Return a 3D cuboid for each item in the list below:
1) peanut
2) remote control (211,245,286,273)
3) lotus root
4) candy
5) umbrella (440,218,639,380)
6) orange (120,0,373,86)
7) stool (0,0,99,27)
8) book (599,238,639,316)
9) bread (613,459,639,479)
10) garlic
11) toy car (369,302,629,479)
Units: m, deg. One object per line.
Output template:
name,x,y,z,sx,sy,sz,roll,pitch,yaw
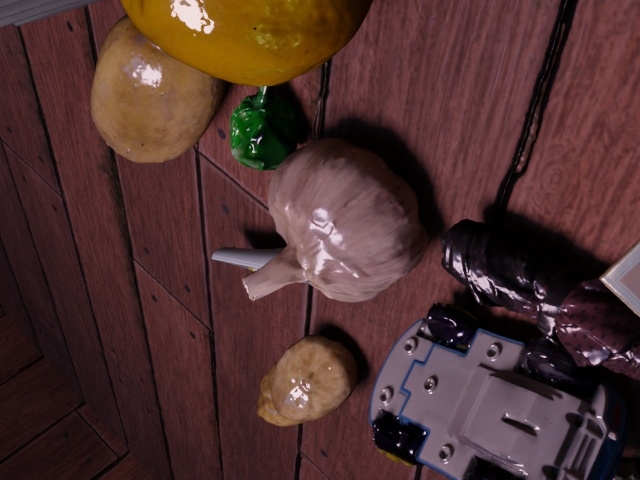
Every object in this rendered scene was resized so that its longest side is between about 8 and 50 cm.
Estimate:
peanut,-0.029,0.231,1.384,0.122,0.137,0.253,53,154,5
remote control,-0.047,0.035,1.263,0.293,0.103,0.051,3,79,54
lotus root,-0.210,-0.212,1.137,0.169,0.152,0.342,14,157,-16
candy,-0.059,-0.222,1.024,0.097,0.097,0.324,37,138,29
umbrella,0.255,0.072,0.840,0.326,0.094,0.090,33,159,34
orange,-0.075,-0.277,0.786,0.279,0.235,0.279,54,158,34
stool,-0.306,-0.401,0.972,0.330,0.297,0.297,11,130,45
book,0.367,0.063,0.685,0.242,0.018,0.170,47,130,14
bread,0.315,0.321,0.993,0.232,0.064,0.173,25,119,13
garlic,0.000,0.000,1.017,0.218,0.212,0.219,42,155,24
toy car,0.198,0.201,0.991,0.166,0.198,0.314,34,168,-36
